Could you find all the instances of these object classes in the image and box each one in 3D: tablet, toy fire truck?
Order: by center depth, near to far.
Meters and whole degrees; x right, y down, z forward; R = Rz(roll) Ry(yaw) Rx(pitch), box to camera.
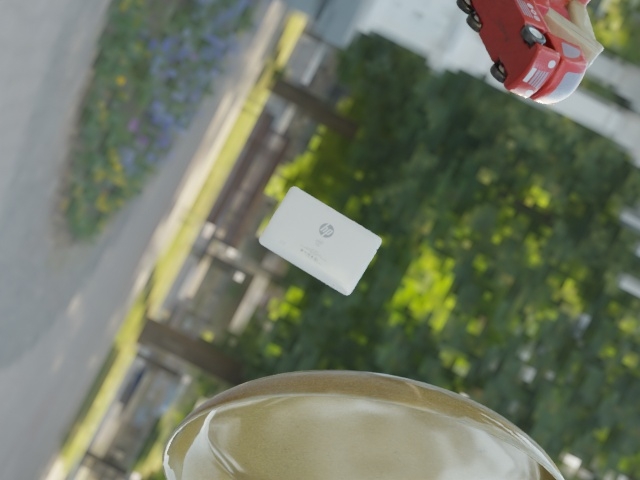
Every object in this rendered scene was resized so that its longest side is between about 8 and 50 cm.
[{"bbox_3d":[0.000,0.000,1.532,0.054,0.083,0.006,-58,178,-13],"label":"tablet"},{"bbox_3d":[0.176,-0.169,1.539,0.047,0.135,0.192,-52,-142,28],"label":"toy fire truck"}]

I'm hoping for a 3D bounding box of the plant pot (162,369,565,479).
[{"bbox_3d":[0.029,0.133,1.123,0.236,0.236,0.032,117,-13,-57],"label":"plant pot"}]
